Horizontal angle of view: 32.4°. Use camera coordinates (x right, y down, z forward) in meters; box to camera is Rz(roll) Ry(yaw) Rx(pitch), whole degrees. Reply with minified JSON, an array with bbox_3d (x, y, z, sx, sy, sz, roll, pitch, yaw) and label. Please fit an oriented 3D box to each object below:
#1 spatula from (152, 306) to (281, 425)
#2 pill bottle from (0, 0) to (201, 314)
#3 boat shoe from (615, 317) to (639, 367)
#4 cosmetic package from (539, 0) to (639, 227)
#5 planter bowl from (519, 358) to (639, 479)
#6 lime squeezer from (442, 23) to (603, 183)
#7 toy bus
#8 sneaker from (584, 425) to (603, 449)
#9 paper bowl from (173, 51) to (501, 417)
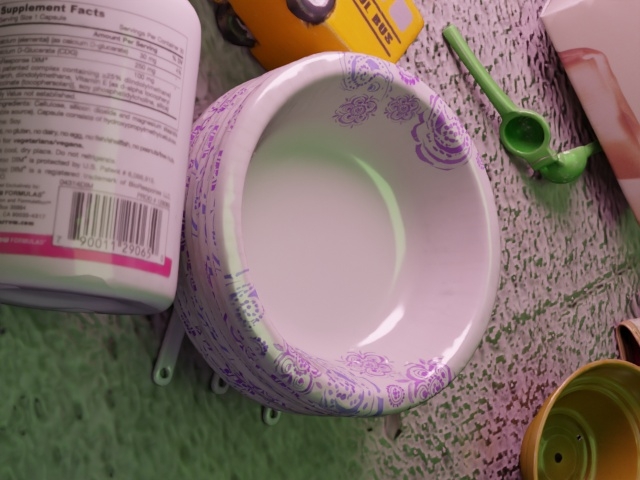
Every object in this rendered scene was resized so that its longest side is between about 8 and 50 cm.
[{"bbox_3d":[-0.053,0.029,0.954,0.168,0.019,0.242,29,66,-37],"label":"spatula"},{"bbox_3d":[-0.168,-0.097,0.772,0.160,0.160,0.283,14,76,-40],"label":"pill bottle"},{"bbox_3d":[0.378,0.158,1.301,0.045,0.050,0.135,2,65,-31],"label":"boat shoe"},{"bbox_3d":[0.380,-0.176,1.270,0.296,0.129,0.153,61,34,-18],"label":"cosmetic package"},{"bbox_3d":[0.278,0.234,1.168,0.217,0.090,0.217,3,84,-32],"label":"planter bowl"},{"bbox_3d":[0.246,-0.128,1.216,0.310,0.059,0.110,24,69,-36],"label":"lime squeezer"},{"bbox_3d":[-0.054,-0.273,0.929,0.333,0.108,0.130,53,54,-24],"label":"toy bus"},{"bbox_3d":[0.356,0.227,1.269,0.135,0.058,0.052,15,75,-39],"label":"sneaker"},{"bbox_3d":[0.000,0.000,0.897,0.284,0.148,0.284,6,81,-36],"label":"paper bowl"}]
